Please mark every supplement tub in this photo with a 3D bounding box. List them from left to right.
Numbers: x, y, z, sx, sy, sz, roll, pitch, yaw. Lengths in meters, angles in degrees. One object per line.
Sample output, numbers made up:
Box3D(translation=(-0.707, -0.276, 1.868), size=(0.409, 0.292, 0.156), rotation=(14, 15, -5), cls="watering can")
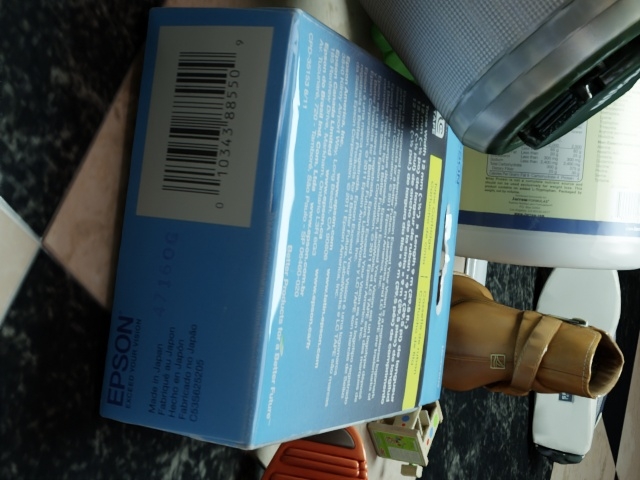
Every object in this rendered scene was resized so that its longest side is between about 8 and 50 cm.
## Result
Box3D(translation=(0.241, -0.140, 1.043), size=(0.235, 0.235, 0.325), rotation=(-3, 97, -64), cls="supplement tub")

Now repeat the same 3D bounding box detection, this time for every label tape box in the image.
Box3D(translation=(0.000, 0.000, 0.721), size=(0.347, 0.115, 0.249), rotation=(10, 86, -67), cls="label tape box")

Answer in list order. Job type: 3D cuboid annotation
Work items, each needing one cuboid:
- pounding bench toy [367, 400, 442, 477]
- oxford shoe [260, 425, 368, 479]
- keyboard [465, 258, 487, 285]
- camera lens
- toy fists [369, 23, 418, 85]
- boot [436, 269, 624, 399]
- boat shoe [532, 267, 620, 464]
Box3D(translation=(0.090, 0.189, 1.002), size=(0.065, 0.052, 0.083), rotation=(-62, 146, -39), cls="pounding bench toy")
Box3D(translation=(-0.016, 0.265, 0.780), size=(0.098, 0.096, 0.272), rotation=(7, 95, -81), cls="oxford shoe")
Box3D(translation=(0.198, -0.010, 1.237), size=(0.072, 0.014, 0.256), rotation=(15, 81, -69), cls="keyboard")
Box3D(translation=(0.126, -0.215, 0.694), size=(0.274, 0.219, 0.219), rotation=(55, 28, 7), cls="camera lens")
Box3D(translation=(0.119, -0.247, 0.873), size=(0.096, 0.142, 0.279), rotation=(-138, -132, -75), cls="toy fists")
Box3D(translation=(0.193, 0.093, 1.002), size=(0.283, 0.220, 0.109), rotation=(3, 92, -64), cls="boot")
Box3D(translation=(0.403, 0.168, 1.585), size=(0.158, 0.127, 0.341), rotation=(-24, 124, -68), cls="boat shoe")
